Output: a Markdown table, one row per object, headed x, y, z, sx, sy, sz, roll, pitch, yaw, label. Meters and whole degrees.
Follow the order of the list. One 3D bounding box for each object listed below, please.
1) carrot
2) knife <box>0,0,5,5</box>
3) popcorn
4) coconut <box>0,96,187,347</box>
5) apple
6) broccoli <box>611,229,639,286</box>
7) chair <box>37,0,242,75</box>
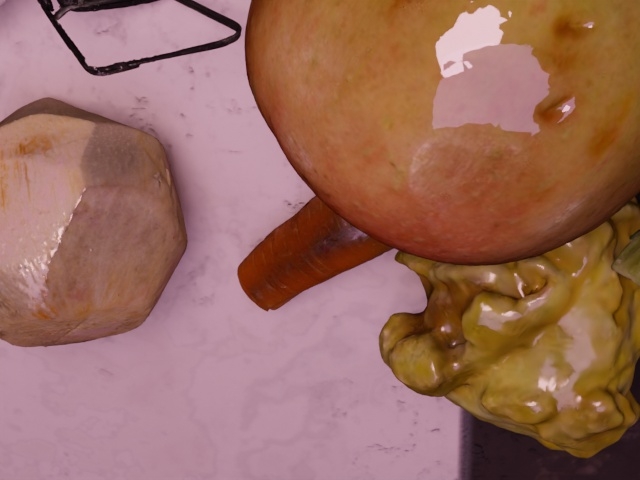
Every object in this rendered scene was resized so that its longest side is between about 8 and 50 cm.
| x | y | z | sx | sy | sz | roll | pitch | yaw | label |
| --- | --- | --- | --- | --- | --- | --- | --- | --- | --- |
| 0.000 | 0.000 | 1.024 | 0.193 | 0.087 | 0.087 | -27 | 116 | 26 | carrot |
| -0.337 | -0.195 | 0.924 | 0.256 | 0.046 | 0.022 | -15 | 166 | 38 | knife |
| 0.200 | 0.054 | 0.962 | 0.242 | 0.235 | 0.250 | 24 | 89 | -21 | popcorn |
| -0.240 | -0.022 | 0.980 | 0.237 | 0.236 | 0.197 | -11 | 162 | 14 | coconut |
| 0.116 | -0.157 | 0.754 | 0.339 | 0.338 | 0.305 | 27 | 119 | -11 | apple |
| 0.305 | -0.046 | 0.811 | 0.122 | 0.118 | 0.204 | 22 | 110 | -29 | broccoli |
| -0.183 | -0.252 | 0.871 | 0.145 | 0.221 | 0.140 | -21 | 129 | -30 | chair |
